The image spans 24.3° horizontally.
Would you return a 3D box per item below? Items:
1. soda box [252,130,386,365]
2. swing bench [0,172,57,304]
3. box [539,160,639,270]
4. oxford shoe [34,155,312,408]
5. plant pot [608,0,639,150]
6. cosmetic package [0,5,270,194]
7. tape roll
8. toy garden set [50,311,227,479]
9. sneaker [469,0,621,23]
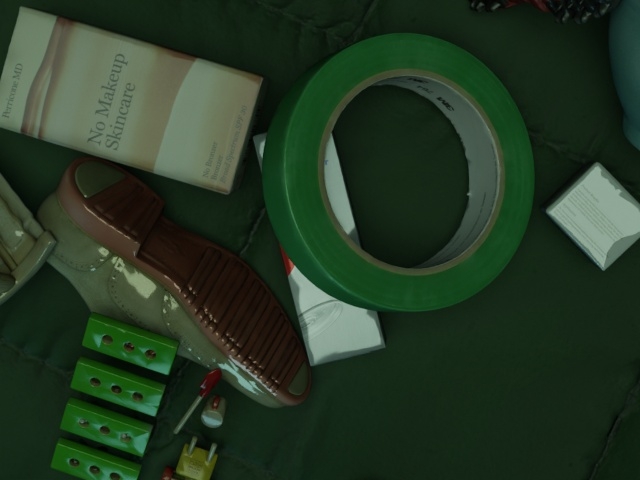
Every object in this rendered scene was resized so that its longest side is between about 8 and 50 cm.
[{"bbox_3d":[0.000,0.000,1.793,0.098,0.091,0.286,-13,93,3],"label":"soda box"},{"bbox_3d":[-0.488,-0.030,1.709,0.253,0.254,0.165,50,116,19],"label":"swing bench"},{"bbox_3d":[0.328,-0.031,1.775,0.087,0.102,0.101,-44,91,6],"label":"box"},{"bbox_3d":[-0.180,0.073,1.805,0.397,0.140,0.146,44,122,-4],"label":"oxford shoe"},{"bbox_3d":[0.454,-0.190,1.693,0.293,0.293,0.196,13,121,1],"label":"plant pot"},{"bbox_3d":[-0.223,-0.166,1.770,0.296,0.129,0.153,15,95,1],"label":"cosmetic package"},{"bbox_3d":[0.093,-0.077,1.730,0.321,0.077,0.321,1,86,-22],"label":"tape roll"},{"bbox_3d":[-0.201,0.205,1.791,0.203,0.049,0.244,19,123,-2],"label":"toy garden set"},{"bbox_3d":[0.260,-0.324,1.696,0.135,0.276,0.097,-49,121,-11],"label":"sneaker"}]
